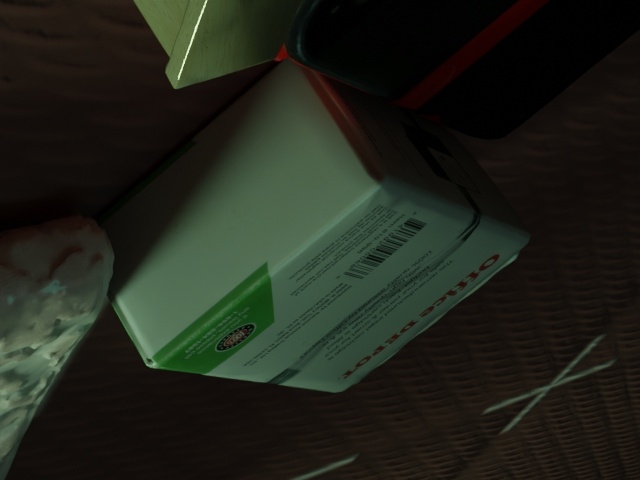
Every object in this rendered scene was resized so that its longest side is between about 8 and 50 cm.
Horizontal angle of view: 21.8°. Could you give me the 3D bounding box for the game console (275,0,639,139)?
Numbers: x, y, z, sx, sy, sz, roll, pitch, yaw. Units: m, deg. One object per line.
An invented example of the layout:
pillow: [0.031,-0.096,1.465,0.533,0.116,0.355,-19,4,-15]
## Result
game console: [0.156,-0.195,0.734,0.386,0.060,0.342,-39,163,17]

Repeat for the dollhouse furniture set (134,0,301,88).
dollhouse furniture set: [-0.075,-0.141,0.337,0.101,0.182,0.161,-20,156,-29]

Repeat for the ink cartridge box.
ink cartridge box: [0.000,0.000,0.873,0.153,0.087,0.208,-39,157,15]

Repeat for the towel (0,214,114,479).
towel: [-0.281,0.124,0.802,0.332,0.053,0.317,-19,154,-34]
